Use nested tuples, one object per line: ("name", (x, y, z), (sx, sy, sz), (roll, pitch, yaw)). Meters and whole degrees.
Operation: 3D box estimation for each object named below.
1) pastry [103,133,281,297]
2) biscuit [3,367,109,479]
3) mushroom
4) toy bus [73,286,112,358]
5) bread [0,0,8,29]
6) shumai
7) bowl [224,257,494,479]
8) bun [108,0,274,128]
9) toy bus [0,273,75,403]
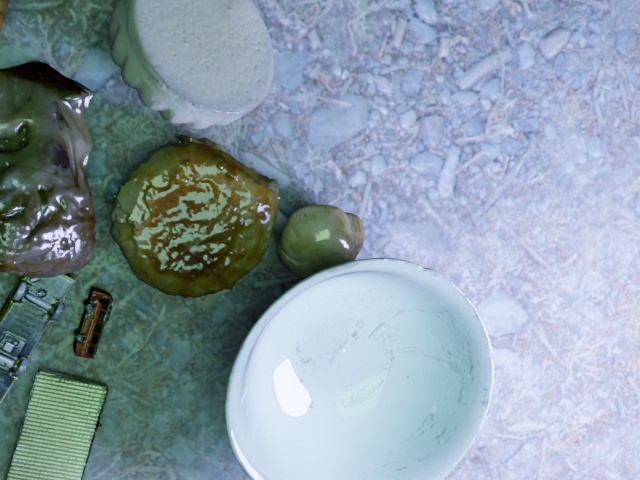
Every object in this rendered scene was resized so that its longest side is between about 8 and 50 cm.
("pastry", (-0.196, -0.033, 1.866), (0.257, 0.121, 0.236), (30, 97, -21))
("biscuit", (-0.416, 0.307, 1.920), (0.121, 0.040, 0.199), (17, 96, -16))
("mushroom", (0.000, 0.000, 1.928), (0.148, 0.112, 0.148), (-2, 137, -2))
("toy bus", (-0.356, 0.129, 1.902), (0.043, 0.031, 0.110), (16, 99, -20))
("bread", (-0.551, -0.337, 1.688), (0.239, 0.139, 0.240), (-3, 105, -12))
("shumai", (-0.443, -0.115, 1.726), (0.346, 0.217, 0.283), (30, 94, -16))
("bowl", (0.041, 0.201, 1.929), (0.434, 0.196, 0.435), (-5, 111, -14))
("bun", (-0.213, -0.271, 1.790), (0.263, 0.175, 0.263), (18, 59, -33))
("toy bus", (-0.458, 0.135, 1.852), (0.081, 0.074, 0.226), (29, 94, -18))
